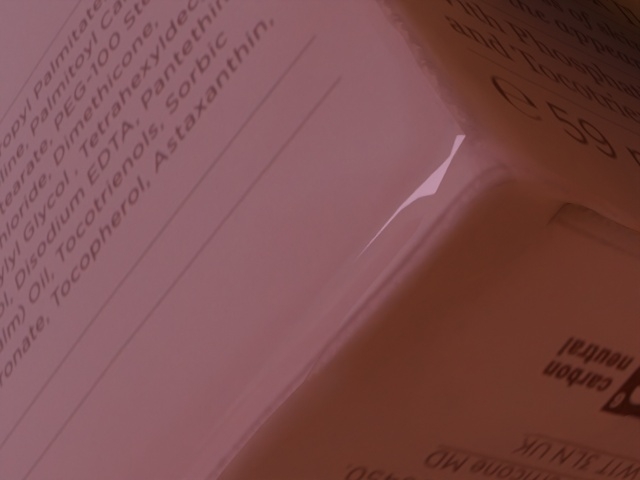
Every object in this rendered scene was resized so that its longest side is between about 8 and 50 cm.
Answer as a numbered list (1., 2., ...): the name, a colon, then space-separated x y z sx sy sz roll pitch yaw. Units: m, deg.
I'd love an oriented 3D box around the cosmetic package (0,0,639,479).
1. cosmetic package: 0.000 0.000 0.586 0.327 0.329 0.393 -51 44 25
